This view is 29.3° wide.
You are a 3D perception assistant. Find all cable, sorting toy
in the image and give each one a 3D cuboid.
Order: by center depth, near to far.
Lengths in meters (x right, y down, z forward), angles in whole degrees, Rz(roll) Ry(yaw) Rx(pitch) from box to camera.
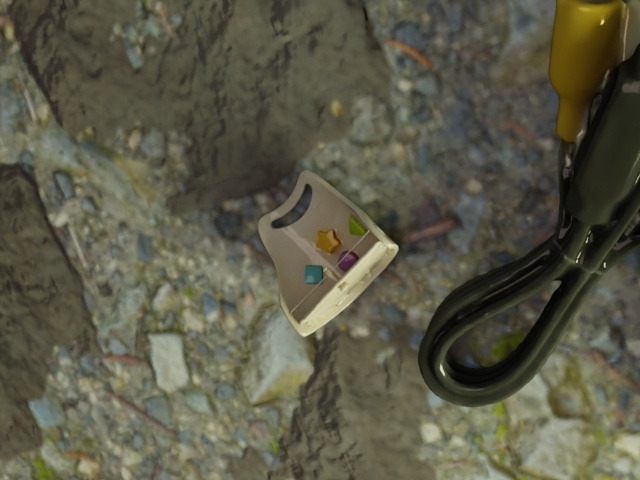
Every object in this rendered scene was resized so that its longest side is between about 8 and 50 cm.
[{"bbox_3d":[0.155,-0.020,0.669,0.139,0.072,0.287,20,124,-2],"label":"cable"},{"bbox_3d":[0.000,0.000,0.730,0.075,0.045,0.083,49,116,12],"label":"sorting toy"}]
